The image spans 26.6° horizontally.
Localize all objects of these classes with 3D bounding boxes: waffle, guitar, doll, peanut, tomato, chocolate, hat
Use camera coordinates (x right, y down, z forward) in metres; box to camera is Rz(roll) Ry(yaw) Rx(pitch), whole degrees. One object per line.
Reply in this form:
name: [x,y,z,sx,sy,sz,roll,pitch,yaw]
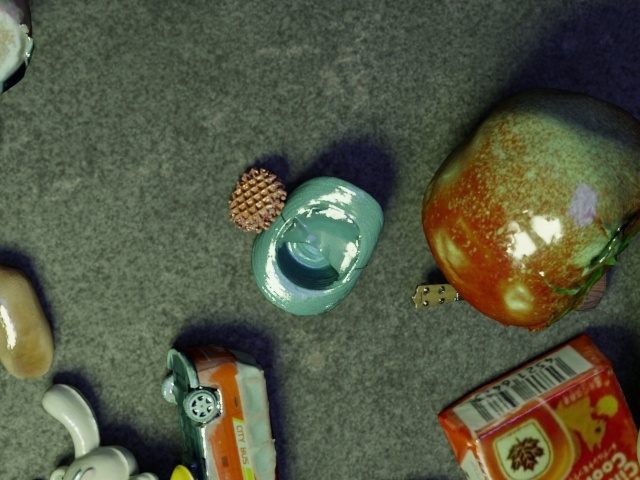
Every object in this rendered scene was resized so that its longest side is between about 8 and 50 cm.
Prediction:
waffle: [-0.078,-0.048,1.658,0.029,0.075,0.083,34,80,-52]
guitar: [0.242,0.060,1.762,0.271,0.038,0.084,-5,99,-15]
doll: [-0.258,0.325,1.628,0.237,0.111,0.252,22,109,23]
peanut: [-0.365,0.096,1.611,0.076,0.076,0.152,-23,101,-9]
tomato: [0.263,-0.048,1.634,0.239,0.303,0.303,41,88,12]
chocolate: [0.311,0.281,1.781,0.237,0.108,0.235,-27,105,-9]
hat: [0.000,0.000,1.682,0.138,0.078,0.191,34,109,-8]

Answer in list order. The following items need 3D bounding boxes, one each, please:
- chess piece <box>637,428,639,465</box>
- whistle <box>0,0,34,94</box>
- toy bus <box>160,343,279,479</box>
chess piece: [0.479,0.160,1.721,0.182,0.182,0.330,14,80,-15]
whistle: [-0.423,-0.188,1.528,0.189,0.189,0.348,2,120,-13]
toy bus: [-0.119,0.255,1.675,0.119,0.121,0.265,-10,100,-20]
